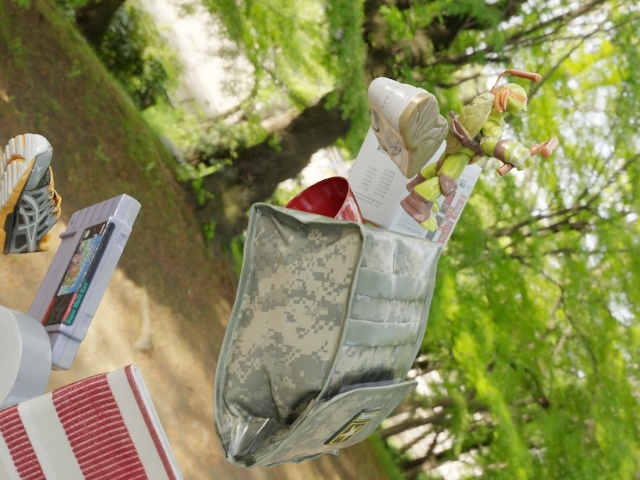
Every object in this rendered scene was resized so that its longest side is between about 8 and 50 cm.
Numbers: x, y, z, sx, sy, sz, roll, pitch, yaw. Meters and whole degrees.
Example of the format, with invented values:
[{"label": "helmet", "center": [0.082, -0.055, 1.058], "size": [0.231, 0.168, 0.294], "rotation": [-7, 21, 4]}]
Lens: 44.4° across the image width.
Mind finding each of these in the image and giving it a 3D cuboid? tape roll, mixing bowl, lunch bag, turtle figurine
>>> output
[{"label": "tape roll", "center": [-0.572, 0.222, 1.354], "size": [0.072, 0.219, 0.219], "rotation": [38, 32, -57]}, {"label": "mixing bowl", "center": [0.000, 0.000, 1.179], "size": [0.098, 0.181, 0.181], "rotation": [47, 18, -25]}, {"label": "lunch bag", "center": [0.011, 0.119, 0.895], "size": [0.235, 0.169, 0.287], "rotation": [12, 91, -60]}, {"label": "turtle figurine", "center": [0.187, -0.114, 0.970], "size": [0.087, 0.217, 0.269], "rotation": [31, 26, -18]}]

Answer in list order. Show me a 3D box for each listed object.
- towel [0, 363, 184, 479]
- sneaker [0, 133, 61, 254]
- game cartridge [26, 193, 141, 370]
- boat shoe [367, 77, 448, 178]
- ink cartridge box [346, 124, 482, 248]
[{"label": "towel", "center": [-0.337, 0.316, 1.011], "size": [0.037, 0.329, 0.237], "rotation": [-38, 106, -79]}, {"label": "sneaker", "center": [-0.373, -0.056, 1.012], "size": [0.083, 0.215, 0.084], "rotation": [7, 52, -28]}, {"label": "game cartridge", "center": [-0.484, 0.083, 1.523], "size": [0.068, 0.230, 0.355], "rotation": [33, 60, -29]}, {"label": "boat shoe", "center": [0.124, -0.174, 1.171], "size": [0.096, 0.098, 0.277], "rotation": [38, -4, 16]}, {"label": "ink cartridge box", "center": [0.170, -0.078, 1.578], "size": [0.130, 0.272, 0.309], "rotation": [27, 4, 29]}]
